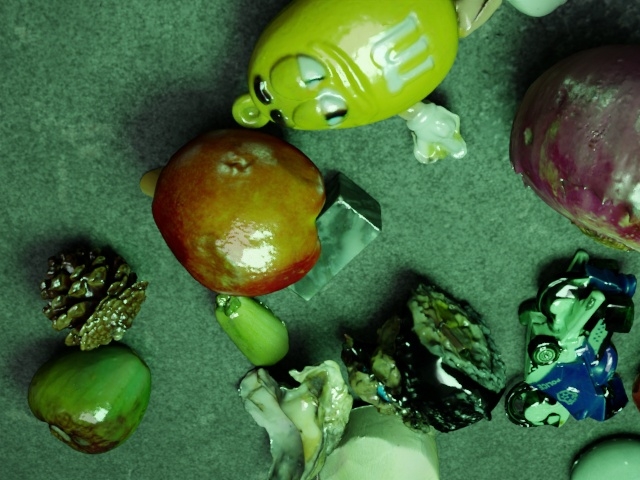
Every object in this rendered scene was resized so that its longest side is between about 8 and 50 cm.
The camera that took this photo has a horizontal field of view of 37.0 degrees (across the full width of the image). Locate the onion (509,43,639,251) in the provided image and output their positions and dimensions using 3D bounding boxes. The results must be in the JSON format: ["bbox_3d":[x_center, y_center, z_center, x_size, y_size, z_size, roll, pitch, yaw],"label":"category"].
[{"bbox_3d":[0.437,-0.120,1.209,0.358,0.358,0.345,38,112,-19],"label":"onion"}]

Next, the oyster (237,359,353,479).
[{"bbox_3d":[-0.040,0.291,1.554,0.271,0.100,0.275,10,121,43],"label":"oyster"}]

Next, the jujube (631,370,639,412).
[{"bbox_3d":[0.617,0.216,1.502,0.250,0.174,0.174,-39,113,18],"label":"jujube"}]

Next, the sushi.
[{"bbox_3d":[0.153,0.204,1.476,0.218,0.225,0.238,-32,109,26],"label":"sushi"}]

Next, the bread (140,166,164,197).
[{"bbox_3d":[-0.217,-0.083,1.420,0.062,0.103,0.049,-44,133,-24],"label":"bread"}]

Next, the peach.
[{"bbox_3d":[-0.112,-0.035,1.306,0.243,0.243,0.199,8,162,-4],"label":"peach"}]

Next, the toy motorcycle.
[{"bbox_3d":[0.411,0.180,1.522,0.196,0.125,0.331,5,124,-4],"label":"toy motorcycle"}]

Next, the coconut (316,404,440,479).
[{"bbox_3d":[0.094,0.396,1.584,0.224,0.234,0.224,3,125,4],"label":"coconut"}]

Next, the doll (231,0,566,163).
[{"bbox_3d":[0.114,-0.269,1.243,0.348,0.161,0.423,19,121,-22],"label":"doll"}]

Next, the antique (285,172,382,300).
[{"bbox_3d":[0.000,0.000,1.437,0.086,0.088,0.183,37,115,-18],"label":"antique"}]

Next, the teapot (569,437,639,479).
[{"bbox_3d":[0.525,0.462,1.604,0.183,0.251,0.183,0,121,0],"label":"teapot"}]

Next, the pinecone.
[{"bbox_3d":[-0.353,0.084,1.463,0.173,0.173,0.174,1,121,1],"label":"pinecone"}]

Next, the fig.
[{"bbox_3d":[-0.367,0.251,1.552,0.191,0.181,0.181,-36,117,-9],"label":"fig"}]

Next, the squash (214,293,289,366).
[{"bbox_3d":[-0.122,0.121,1.520,0.090,0.075,0.200,-2,145,23],"label":"squash"}]
